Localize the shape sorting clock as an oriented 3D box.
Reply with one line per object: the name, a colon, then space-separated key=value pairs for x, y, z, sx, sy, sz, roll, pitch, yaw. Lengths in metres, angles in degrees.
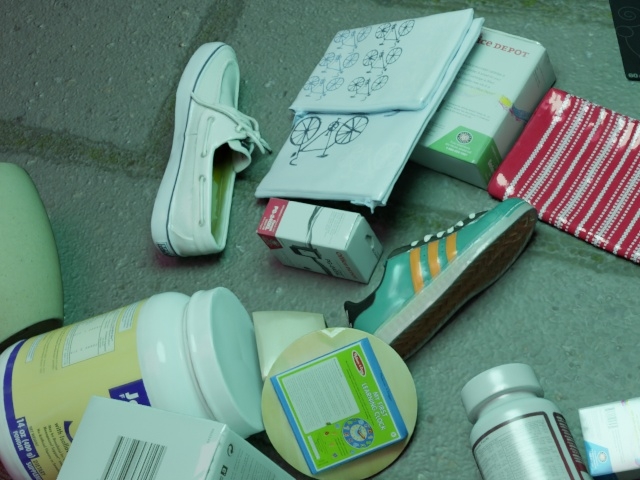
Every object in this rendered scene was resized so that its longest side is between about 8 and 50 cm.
shape sorting clock: x=0.025 y=0.217 z=1.490 sx=0.206 sy=0.040 sz=0.206 roll=0 pitch=95 yaw=5

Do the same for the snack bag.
snack bag: x=0.056 y=-0.197 z=1.693 sx=0.323 sy=0.037 sz=0.342 roll=6 pitch=62 yaw=52

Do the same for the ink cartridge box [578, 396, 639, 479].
ink cartridge box: x=0.384 y=0.240 z=1.365 sx=0.122 sy=0.052 sz=0.088 roll=-14 pitch=58 yaw=17

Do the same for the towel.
towel: x=0.390 y=-0.094 z=1.567 sx=0.275 sy=0.031 sz=0.199 roll=28 pitch=77 yaw=33

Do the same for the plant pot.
plant pot: x=-0.030 y=0.158 z=1.566 sx=0.096 sy=0.109 sz=0.109 roll=-14 pitch=57 yaw=4

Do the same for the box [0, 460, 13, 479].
box: x=-0.503 y=0.268 z=1.586 sx=0.142 sy=0.300 sz=0.154 roll=-17 pitch=58 yaw=12

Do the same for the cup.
cup: x=-0.530 y=0.075 z=1.732 sx=0.331 sy=0.331 sz=0.237 roll=-36 pitch=79 yaw=1

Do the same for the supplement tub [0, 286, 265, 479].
supplement tub: x=-0.256 y=0.209 z=1.547 sx=0.331 sy=0.241 sz=0.241 roll=-19 pitch=56 yaw=13

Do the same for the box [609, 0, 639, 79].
box: x=0.487 y=-0.345 z=1.518 sx=0.165 sy=0.270 sz=0.143 roll=6 pitch=65 yaw=27

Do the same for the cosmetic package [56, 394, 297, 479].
cosmetic package: x=-0.133 y=0.329 z=1.349 sx=0.197 sy=0.365 sz=0.155 roll=6 pitch=63 yaw=29

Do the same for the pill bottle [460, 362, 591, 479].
pill bottle: x=0.253 y=0.268 z=1.364 sx=0.121 sy=0.121 sz=0.221 roll=-25 pitch=55 yaw=9

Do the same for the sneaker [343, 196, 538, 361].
sneaker: x=0.158 y=0.032 z=1.548 sx=0.302 sy=0.108 sz=0.121 roll=-42 pitch=59 yaw=-1

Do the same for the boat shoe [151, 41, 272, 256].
boat shoe: x=-0.149 y=-0.148 z=1.770 sx=0.157 sy=0.136 sz=0.367 roll=2 pitch=66 yaw=25

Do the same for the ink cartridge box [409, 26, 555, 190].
ink cartridge box: x=0.225 y=-0.201 z=1.661 sx=0.154 sy=0.093 sz=0.212 roll=24 pitch=76 yaw=32

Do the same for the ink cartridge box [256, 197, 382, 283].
ink cartridge box: x=0.000 y=0.000 z=1.634 sx=0.150 sy=0.109 sz=0.063 roll=12 pitch=67 yaw=29
